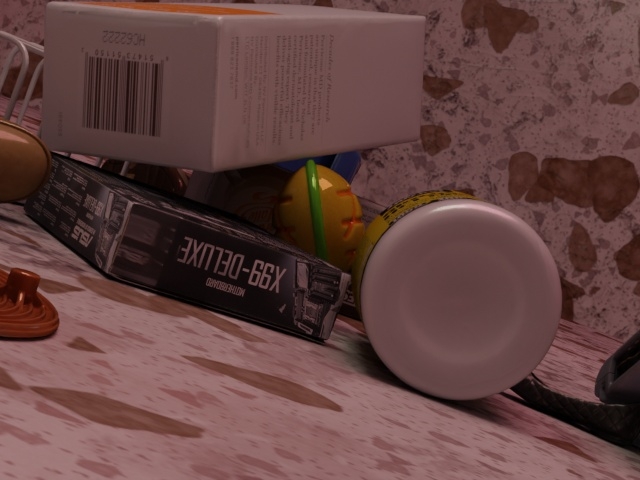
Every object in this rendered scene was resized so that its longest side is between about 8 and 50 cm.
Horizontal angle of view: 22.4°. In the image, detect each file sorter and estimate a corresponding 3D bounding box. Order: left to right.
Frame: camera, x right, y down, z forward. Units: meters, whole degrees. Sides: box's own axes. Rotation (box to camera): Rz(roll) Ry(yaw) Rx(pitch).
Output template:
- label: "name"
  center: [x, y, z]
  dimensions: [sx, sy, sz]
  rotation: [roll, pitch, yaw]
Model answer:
- label: "file sorter"
  center: [-0.353, -0.144, 1.872]
  dimensions: [0.193, 0.173, 0.278]
  rotation: [23, 4, 25]

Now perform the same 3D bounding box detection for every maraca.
- label: "maraca"
  center: [0.000, 0.000, 1.764]
  dimensions: [0.099, 0.185, 0.127]
  rotation: [-6, 33, 3]

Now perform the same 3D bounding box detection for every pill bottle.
- label: "pill bottle"
  center: [0.126, 0.044, 1.628]
  dimensions: [0.188, 0.188, 0.334]
  rotation: [21, 3, -3]

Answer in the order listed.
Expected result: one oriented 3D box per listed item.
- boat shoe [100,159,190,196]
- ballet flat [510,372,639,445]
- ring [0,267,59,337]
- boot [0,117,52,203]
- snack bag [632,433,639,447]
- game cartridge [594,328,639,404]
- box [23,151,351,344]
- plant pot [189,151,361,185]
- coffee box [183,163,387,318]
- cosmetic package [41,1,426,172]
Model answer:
- label: "boat shoe"
  center: [-0.200, -0.054, 2.058]
  dimensions: [0.095, 0.095, 0.257]
  rotation: [26, 0, -30]
- label: "ballet flat"
  center: [0.263, 0.165, 1.707]
  dimensions: [0.173, 0.049, 0.057]
  rotation: [23, 3, 29]
- label: "ring"
  center: [-0.331, -0.010, 1.077]
  dimensions: [0.337, 0.032, 0.336]
  rotation: [20, 4, -1]
- label: "boot"
  center: [-0.359, -0.071, 1.482]
  dimensions: [0.236, 0.089, 0.269]
  rotation: [9, 6, -14]
- label: "snack bag"
  center: [0.473, 0.248, 1.778]
  dimensions: [0.323, 0.037, 0.342]
  rotation: [25, 5, 42]
- label: "game cartridge"
  center: [0.411, 0.130, 1.621]
  dimensions: [0.198, 0.062, 0.297]
  rotation: [10, -21, -5]
- label: "box"
  center: [-0.143, 0.001, 1.642]
  dimensions: [0.242, 0.076, 0.307]
  rotation: [19, 4, -28]
- label: "plant pot"
  center: [-0.070, -0.094, 2.362]
  dimensions: [0.212, 0.236, 0.236]
  rotation: [27, 3, -4]
- label: "coffee box"
  center: [-0.040, -0.011, 1.919]
  dimensions: [0.247, 0.141, 0.098]
  rotation: [21, 2, -23]
- label: "cosmetic package"
  center: [-0.082, -0.183, 1.817]
  dimensions: [0.230, 0.161, 0.453]
  rotation: [9, 11, 29]
